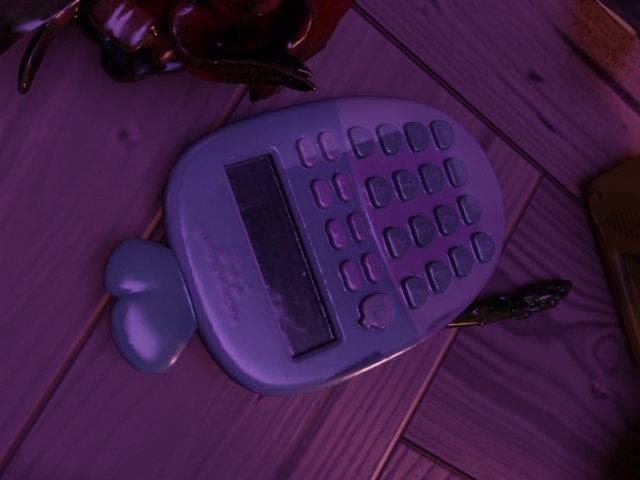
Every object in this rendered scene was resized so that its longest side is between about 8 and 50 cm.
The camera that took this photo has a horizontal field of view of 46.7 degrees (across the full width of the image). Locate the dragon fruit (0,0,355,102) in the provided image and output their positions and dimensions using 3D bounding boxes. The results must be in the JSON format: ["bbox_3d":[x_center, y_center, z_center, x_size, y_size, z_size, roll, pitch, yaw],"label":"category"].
[{"bbox_3d":[-0.060,-0.176,0.396,0.192,0.193,0.274,40,102,-19],"label":"dragon fruit"}]

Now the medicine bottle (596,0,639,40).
[{"bbox_3d":[0.313,-0.222,0.550,0.088,0.132,0.188,29,117,-27],"label":"medicine bottle"}]

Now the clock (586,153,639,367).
[{"bbox_3d":[0.315,0.026,0.608,0.096,0.143,0.202,-26,105,-13],"label":"clock"}]

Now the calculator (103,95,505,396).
[{"bbox_3d":[0.000,0.000,0.500,0.299,0.041,0.185,-21,91,-23],"label":"calculator"}]

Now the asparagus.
[{"bbox_3d":[0.105,0.052,0.577,0.236,0.027,0.034,-2,83,-25],"label":"asparagus"}]
